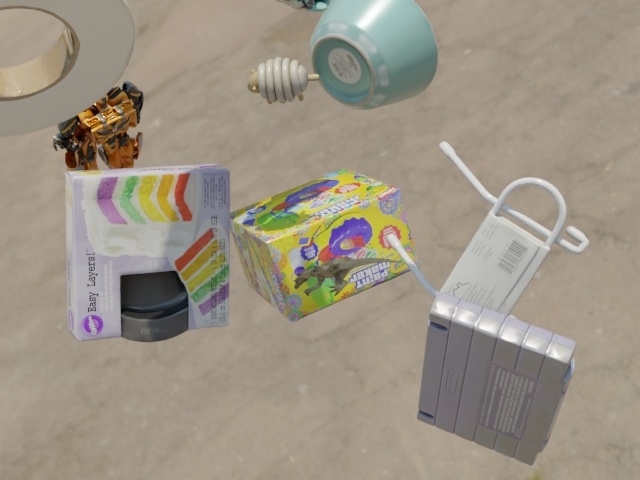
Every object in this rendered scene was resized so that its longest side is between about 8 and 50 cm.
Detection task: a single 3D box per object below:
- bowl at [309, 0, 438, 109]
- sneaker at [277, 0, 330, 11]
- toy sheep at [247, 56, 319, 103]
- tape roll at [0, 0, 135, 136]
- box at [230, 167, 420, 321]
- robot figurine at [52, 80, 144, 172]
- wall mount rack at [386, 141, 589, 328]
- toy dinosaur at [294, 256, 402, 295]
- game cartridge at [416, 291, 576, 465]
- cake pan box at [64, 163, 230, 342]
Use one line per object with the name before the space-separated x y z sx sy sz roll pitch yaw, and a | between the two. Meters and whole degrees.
bowl | 0.095 -0.422 2.323 0.311 0.311 0.163 -4 32 47
sneaker | -0.061 -0.480 1.823 0.110 0.122 0.283 -63 -21 12
toy sheep | -0.066 -0.284 1.806 0.132 0.091 0.091 -8 29 7
tape roll | -0.482 -0.309 1.567 0.392 0.392 0.072 -28 61 9
box | 0.000 0.000 2.072 0.290 0.177 0.279 -23 20 -16
robot figurine | -0.444 -0.203 2.087 0.211 0.085 0.291 -33 -18 -27
wall mount rack | 0.265 0.010 1.720 0.350 0.304 0.130 -61 -13 25
toy dinosaur | 0.025 0.043 1.559 0.183 0.053 0.092 -13 17 25
game cartridge | 0.279 0.232 1.651 0.230 0.355 0.068 17 55 13
cake pan box | -0.262 0.020 1.550 0.245 0.267 0.070 -2 14 -22
